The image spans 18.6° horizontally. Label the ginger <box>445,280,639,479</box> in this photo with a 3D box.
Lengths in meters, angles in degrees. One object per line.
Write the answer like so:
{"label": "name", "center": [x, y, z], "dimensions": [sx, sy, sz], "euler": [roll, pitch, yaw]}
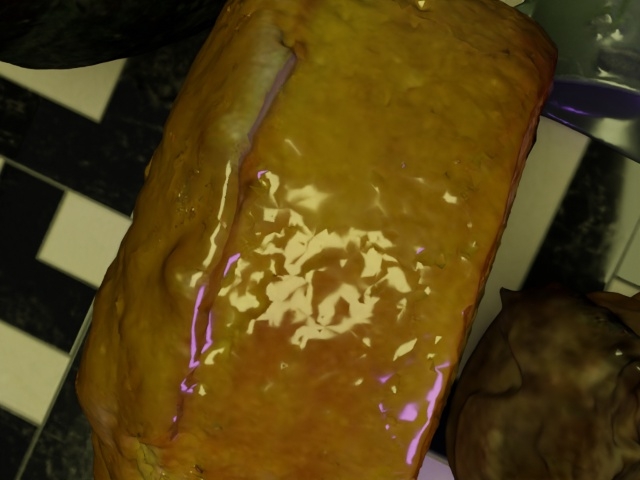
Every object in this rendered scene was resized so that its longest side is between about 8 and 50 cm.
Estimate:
{"label": "ginger", "center": [0.204, 0.152, 1.230], "dimensions": [0.269, 0.223, 0.200], "euler": [43, 112, 49]}

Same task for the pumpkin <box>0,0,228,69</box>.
{"label": "pumpkin", "center": [-0.176, -0.331, 1.240], "dimensions": [0.344, 0.454, 0.454], "euler": [-16, 85, 44]}

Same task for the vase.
{"label": "vase", "center": [0.205, -0.212, 1.284], "dimensions": [0.251, 0.156, 0.301], "euler": [13, 85, -16]}

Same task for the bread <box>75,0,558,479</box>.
{"label": "bread", "center": [0.000, 0.000, 1.156], "dimensions": [0.215, 0.398, 0.398], "euler": [19, 93, 5]}
